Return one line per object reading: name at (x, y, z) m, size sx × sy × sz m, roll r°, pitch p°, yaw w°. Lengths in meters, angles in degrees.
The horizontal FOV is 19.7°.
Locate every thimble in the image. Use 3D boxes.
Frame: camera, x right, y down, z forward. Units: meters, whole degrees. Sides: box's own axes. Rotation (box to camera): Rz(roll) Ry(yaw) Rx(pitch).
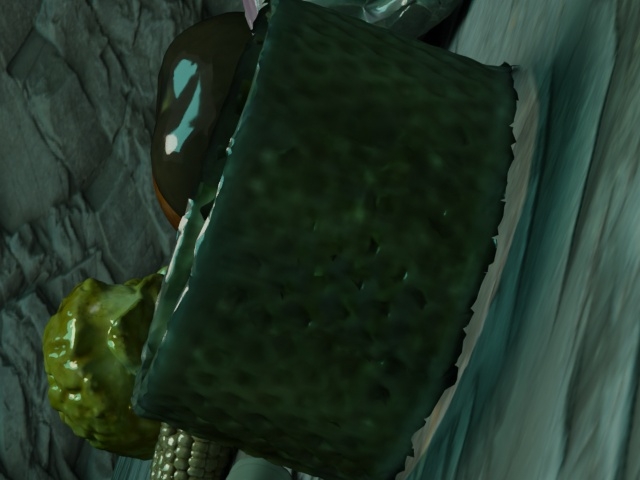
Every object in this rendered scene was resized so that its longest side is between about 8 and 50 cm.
thimble at (0.000, 0.000, 1.052) m, size 0.271 × 0.150 × 0.271 m, roll -161°, pitch 90°, yaw -83°

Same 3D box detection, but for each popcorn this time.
popcorn at (-0.179, 0.125, 1.903) m, size 0.184 × 0.204 × 0.221 m, roll -15°, pitch 4°, yaw 42°

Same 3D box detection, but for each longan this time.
longan at (-0.050, -0.092, 1.548) m, size 0.212 × 0.198 × 0.198 m, roll -86°, pitch 16°, yaw -52°

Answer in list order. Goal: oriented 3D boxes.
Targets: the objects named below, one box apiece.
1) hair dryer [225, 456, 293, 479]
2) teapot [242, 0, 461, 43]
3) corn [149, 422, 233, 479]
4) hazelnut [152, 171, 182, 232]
hair dryer at (-0.063, 0.230, 1.254) m, size 0.357 × 0.107 × 0.173 m, roll -64°, pitch -2°, yaw -62°
teapot at (0.044, -0.193, 1.416) m, size 0.163 × 0.222 × 0.178 m, roll 58°, pitch -154°, yaw -46°
corn at (-0.112, 0.172, 1.791) m, size 0.087 × 0.087 × 0.211 m, roll -123°, pitch 47°, yaw -82°
hazelnut at (-0.088, -0.058, 1.868) m, size 0.182 × 0.182 × 0.182 m, roll -161°, pitch 90°, yaw -83°
